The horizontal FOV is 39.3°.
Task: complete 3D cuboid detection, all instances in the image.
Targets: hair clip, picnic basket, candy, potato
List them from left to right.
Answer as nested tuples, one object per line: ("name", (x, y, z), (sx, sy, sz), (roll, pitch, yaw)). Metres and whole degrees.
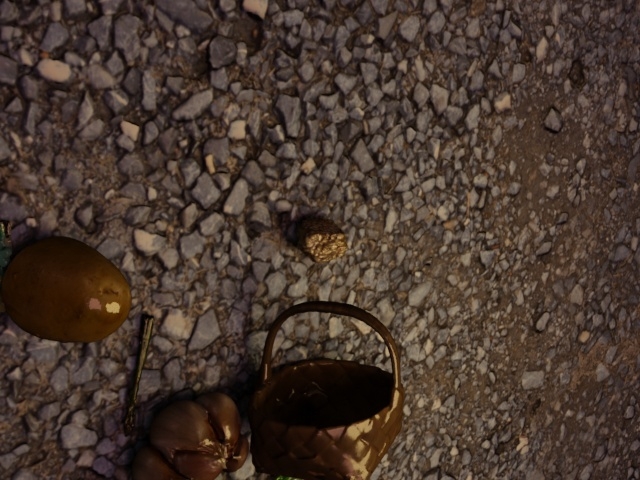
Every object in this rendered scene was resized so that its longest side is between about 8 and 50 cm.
("hair clip", (-0.509, 0.051, 1.438), (0.049, 0.049, 0.173), (-14, 110, -33))
("potato", (-0.385, 0.092, 1.442), (0.178, 0.158, 0.203), (-54, 133, -24))
("candy", (0.000, 0.000, 1.761), (0.095, 0.110, 0.085), (-8, 107, -18))
("picnic basket", (0.015, 0.264, 1.701), (0.337, 0.293, 0.337), (5, 90, -71))

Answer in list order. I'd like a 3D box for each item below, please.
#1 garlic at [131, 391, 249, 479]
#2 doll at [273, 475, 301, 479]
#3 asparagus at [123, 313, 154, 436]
("garlic", (-0.244, 0.369, 1.641), (0.214, 0.191, 0.160), (-9, 79, -24))
("doll", (-0.020, 0.491, 1.898), (0.190, 0.050, 0.115), (-1, 98, -38))
("asparagus", (-0.332, 0.247, 1.626), (0.022, 0.023, 0.233), (12, 95, 7))
